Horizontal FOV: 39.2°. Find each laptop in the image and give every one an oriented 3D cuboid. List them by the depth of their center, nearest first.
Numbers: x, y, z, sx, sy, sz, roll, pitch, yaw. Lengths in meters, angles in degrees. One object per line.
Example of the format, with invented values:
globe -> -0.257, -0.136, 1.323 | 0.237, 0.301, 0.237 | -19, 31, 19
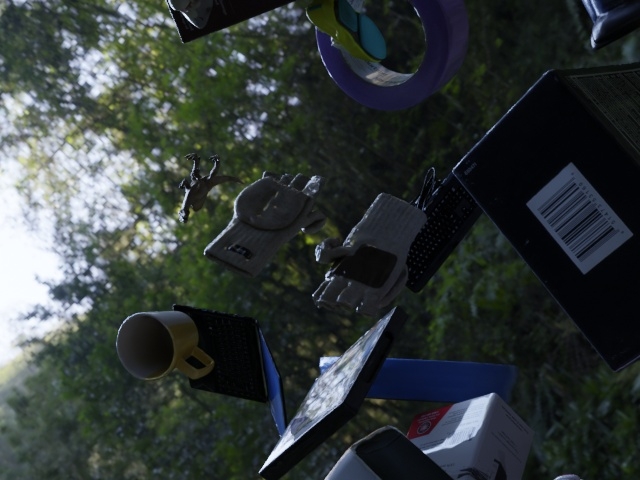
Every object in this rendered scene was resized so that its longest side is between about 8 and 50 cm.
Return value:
laptop -> -0.165, 0.265, 1.686 | 0.136, 0.264, 0.234 | -63, -23, -48

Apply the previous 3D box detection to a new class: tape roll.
tape roll -> 0.129, -0.382, 1.645 | 0.090, 0.275, 0.275 | -37, -29, -49

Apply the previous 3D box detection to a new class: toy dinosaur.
toy dinosaur -> -0.189, -0.094, 1.454 | 0.183, 0.053, 0.092 | -46, -33, -52

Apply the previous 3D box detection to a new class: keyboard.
keyboard -> 0.160, -0.026, 1.250 | 0.192, 0.100, 0.038 | -51, 9, -18

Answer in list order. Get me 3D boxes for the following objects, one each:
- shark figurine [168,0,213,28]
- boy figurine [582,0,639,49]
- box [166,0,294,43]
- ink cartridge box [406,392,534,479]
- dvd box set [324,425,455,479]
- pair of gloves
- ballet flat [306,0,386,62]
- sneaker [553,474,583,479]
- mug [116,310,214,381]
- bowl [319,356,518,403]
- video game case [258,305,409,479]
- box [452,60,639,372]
shark figurine -> -0.086, -0.310, 0.830 | 0.116, 0.278, 0.166 | -43, -70, -24
boy figurine -> 0.198, -0.301, 0.756 | 0.092, 0.285, 0.177 | -28, -4, 17
box -> -0.102, -0.495, 1.553 | 0.143, 0.381, 0.191 | -39, -67, -50
ink cartridge box -> 0.211, 0.404, 1.463 | 0.197, 0.114, 0.273 | -29, 22, 45
dvd box set -> 0.022, 0.348, 0.436 | 0.420, 0.307, 0.062 | -56, -21, 17
pair of gloves -> 0.000, 0.000, 1.133 | 0.042, 0.240, 0.204 | 99, -167, -47
ballet flat -> 0.044, -0.378, 1.613 | 0.231, 0.077, 0.077 | 21, -114, -63
sneaker -> 0.344, 0.402, 1.213 | 0.075, 0.063, 0.170 | -58, -44, -55
mug -> -0.141, 0.099, 0.831 | 0.062, 0.078, 0.064 | -29, -5, 21
bowl -> 0.192, 0.277, 1.775 | 0.391, 0.391, 0.077 | 19, -109, -61
video game case -> 0.023, 0.259, 1.505 | 0.275, 0.035, 0.248 | -49, 3, 41
box -> 0.366, -0.043, 1.058 | 0.294, 0.296, 0.183 | -17, -24, -49
